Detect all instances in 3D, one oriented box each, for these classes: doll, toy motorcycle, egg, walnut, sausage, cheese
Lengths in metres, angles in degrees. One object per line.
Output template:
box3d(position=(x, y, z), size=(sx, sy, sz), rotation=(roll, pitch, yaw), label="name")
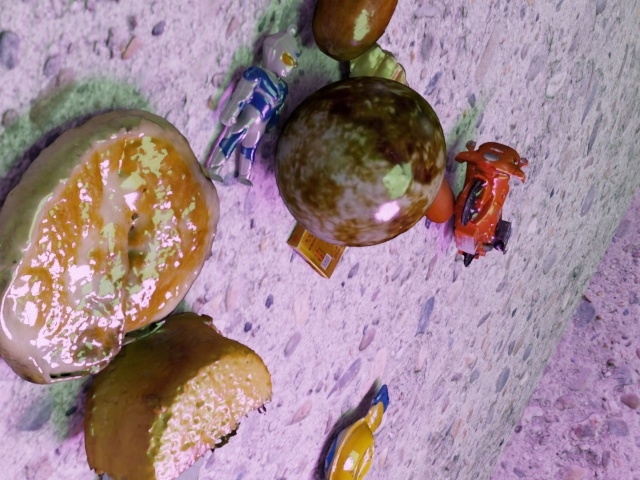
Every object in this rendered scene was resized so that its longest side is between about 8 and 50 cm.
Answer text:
box3d(position=(-0.081, -0.181, 1.233), size=(0.114, 0.057, 0.227), rotation=(8, 104, -58), label="doll")
box3d(position=(0.338, -0.080, 1.939), size=(0.221, 0.147, 0.326), rotation=(-63, 162, -18), label="toy motorcycle")
box3d(position=(0.066, -0.120, 1.338), size=(0.289, 0.238, 0.238), rotation=(-43, 143, -40), label="egg")
box3d(position=(0.055, -0.342, 1.312), size=(0.207, 0.115, 0.116), rotation=(-67, 153, -18), label="walnut")
box3d(position=(0.212, -0.095, 1.791), size=(0.076, 0.076, 0.197), rotation=(-63, 151, -10), label="sausage")
box3d(position=(0.080, 0.421, 1.932), size=(0.270, 0.069, 0.177), rotation=(-53, 150, -31), label="cheese")

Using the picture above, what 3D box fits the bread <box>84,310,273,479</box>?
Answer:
box3d(position=(-0.188, 0.186, 1.202), size=(0.260, 0.160, 0.147), rotation=(-31, 129, -40), label="bread")

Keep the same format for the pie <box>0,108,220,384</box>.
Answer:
box3d(position=(-0.246, 0.012, 1.060), size=(0.339, 0.077, 0.339), rotation=(-34, 137, -39), label="pie")

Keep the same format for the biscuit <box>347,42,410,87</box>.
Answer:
box3d(position=(0.080, -0.223, 1.472), size=(0.118, 0.061, 0.183), rotation=(2, 114, -17), label="biscuit")

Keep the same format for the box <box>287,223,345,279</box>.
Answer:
box3d(position=(0.000, 0.000, 1.539), size=(0.089, 0.022, 0.156), rotation=(-62, 152, -8), label="box")

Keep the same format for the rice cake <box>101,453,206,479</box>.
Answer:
box3d(position=(-0.238, 0.341, 1.345), size=(0.211, 0.038, 0.124), rotation=(19, 92, -63), label="rice cake")
